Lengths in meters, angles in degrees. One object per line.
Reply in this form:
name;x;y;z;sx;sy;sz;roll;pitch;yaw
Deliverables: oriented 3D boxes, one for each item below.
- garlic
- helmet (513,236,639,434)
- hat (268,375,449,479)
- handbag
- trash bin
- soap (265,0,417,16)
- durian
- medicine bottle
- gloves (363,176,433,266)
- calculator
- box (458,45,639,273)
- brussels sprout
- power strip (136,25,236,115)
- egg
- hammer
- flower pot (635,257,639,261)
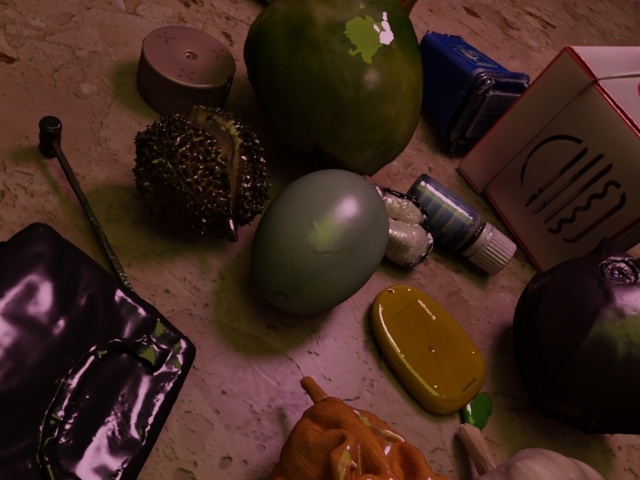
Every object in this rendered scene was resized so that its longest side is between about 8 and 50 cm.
garlic;0.217;0.300;0.688;0.199;0.199;0.226;3;26;-26
helmet;0.373;0.143;0.856;0.177;0.225;0.305;-8;44;2
hat;0.013;0.226;0.608;0.244;0.233;0.233;52;6;-41
handbag;-0.261;0.137;0.553;0.244;0.088;0.275;41;32;-17
trash bin;0.286;-0.308;1.199;0.163;0.184;0.234;-4;46;-31
soap;0.032;-0.565;1.262;0.335;0.156;0.293;36;43;2
durian;-0.153;-0.085;0.781;0.196;0.167;0.196;11;67;-27
medicine bottle;0.231;-0.026;0.987;0.203;0.083;0.083;35;46;3
gloves;0.112;-0.026;0.928;0.153;0.070;0.114;28;60;-4
calculator;0.164;0.163;0.836;0.146;0.032;0.235;-28;73;-40
box;0.516;-0.144;1.079;0.312;0.314;0.300;-13;64;-35
brussels sprout;0.012;-0.255;0.922;0.268;0.344;0.344;-15;63;-25
power strip;-0.220;-0.272;0.944;0.154;0.078;0.154;12;51;-16
egg;0.000;0.000;0.784;0.168;0.168;0.231;37;53;3
hammer;-0.291;-0.031;0.741;0.029;0.058;0.292;-22;72;-33
flower pot;0.685;0.080;1.073;0.212;0.202;0.212;14;53;-20
